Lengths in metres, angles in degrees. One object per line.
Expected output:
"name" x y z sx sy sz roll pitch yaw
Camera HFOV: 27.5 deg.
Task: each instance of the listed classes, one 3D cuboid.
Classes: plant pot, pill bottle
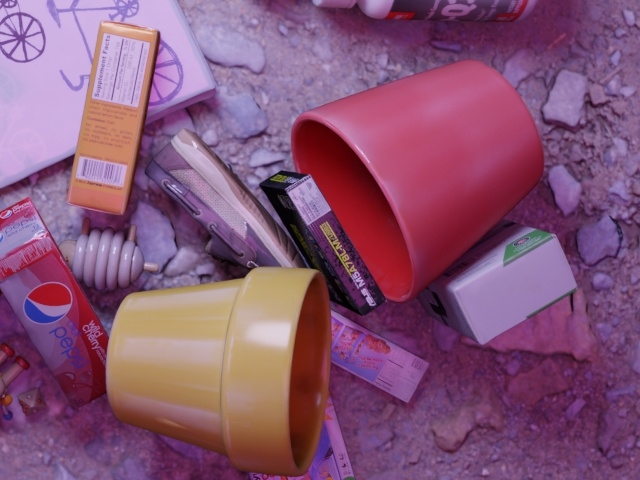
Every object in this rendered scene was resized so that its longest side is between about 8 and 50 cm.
"plant pot" 0.134 -0.094 1.676 0.243 0.275 0.275 -31 101 -19
"plant pot" -0.125 0.152 1.605 0.239 0.254 0.254 5 94 11
"pill bottle" 0.133 -0.366 1.689 0.283 0.161 0.161 -1 95 -13

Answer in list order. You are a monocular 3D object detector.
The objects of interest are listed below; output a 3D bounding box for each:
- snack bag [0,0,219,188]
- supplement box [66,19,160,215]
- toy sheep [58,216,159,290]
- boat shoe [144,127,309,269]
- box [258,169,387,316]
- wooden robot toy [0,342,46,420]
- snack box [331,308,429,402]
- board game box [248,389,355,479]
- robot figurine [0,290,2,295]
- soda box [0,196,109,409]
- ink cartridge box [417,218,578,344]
"snack bag" -0.345 -0.257 1.647 0.343 0.037 0.323 -27 101 -4
"supplement box" -0.255 -0.153 1.617 0.080 0.078 0.233 13 96 -7
"toy sheep" -0.271 0.022 1.666 0.132 0.091 0.091 7 93 1
"boat shoe" -0.114 -0.015 1.696 0.092 0.103 0.285 -38 106 7
"box" 0.000 0.000 1.676 0.045 0.184 0.190 -33 102 -11
"wooden robot toy" -0.415 0.168 1.646 0.173 0.079 0.076 42 85 -13
"snack box" 0.059 0.154 1.783 0.178 0.022 0.064 29 90 -14
"board game box" -0.041 0.258 1.751 0.136 0.035 0.201 -17 98 -1
"robot figurine" -0.491 0.048 1.585 0.291 0.085 0.211 -43 119 -15
"soda box" -0.328 0.080 1.597 0.083 0.092 0.263 -28 130 -10
"ink cartridge box" 0.218 0.047 1.718 0.153 0.208 0.087 -29 104 -9
